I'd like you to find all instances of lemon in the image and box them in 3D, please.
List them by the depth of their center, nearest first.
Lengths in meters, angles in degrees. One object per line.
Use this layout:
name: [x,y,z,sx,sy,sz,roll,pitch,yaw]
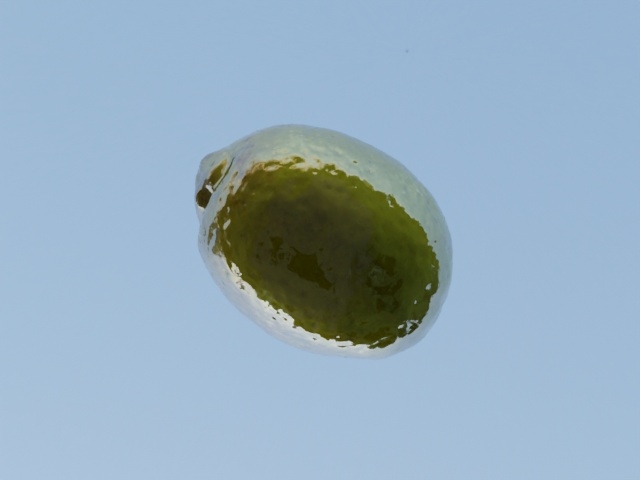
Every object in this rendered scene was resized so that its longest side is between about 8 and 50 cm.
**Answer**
lemon: [0.000,0.000,1.155,0.207,0.170,0.170,29,-82,-14]
